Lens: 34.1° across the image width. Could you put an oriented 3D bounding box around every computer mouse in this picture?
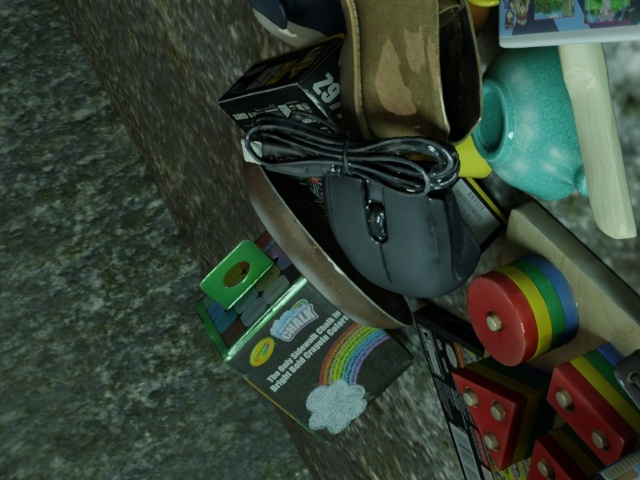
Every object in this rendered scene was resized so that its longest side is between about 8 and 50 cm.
[{"bbox_3d":[0.055,-0.011,0.906,0.188,0.072,0.272,11,161,28],"label":"computer mouse"}]

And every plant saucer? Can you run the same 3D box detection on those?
[{"bbox_3d":[0.000,0.000,1.322,0.310,0.050,0.310,48,-170,-12],"label":"plant saucer"}]

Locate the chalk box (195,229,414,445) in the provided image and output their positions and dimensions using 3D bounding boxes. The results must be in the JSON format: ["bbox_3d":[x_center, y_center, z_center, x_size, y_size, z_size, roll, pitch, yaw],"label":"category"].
[{"bbox_3d":[-0.045,0.108,1.445,0.289,0.180,0.179,45,-179,-28],"label":"chalk box"}]

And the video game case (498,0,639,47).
[{"bbox_3d":[0.172,-0.211,0.620,0.201,0.023,0.183,17,110,63],"label":"video game case"}]

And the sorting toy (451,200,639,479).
[{"bbox_3d":[0.218,0.143,0.962,0.255,0.089,0.257,51,152,40],"label":"sorting toy"}]

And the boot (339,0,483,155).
[{"bbox_3d":[0.068,-0.217,0.811,0.115,0.112,0.305,7,110,55],"label":"boot"}]

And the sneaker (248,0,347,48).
[{"bbox_3d":[-0.068,-0.345,1.124,0.323,0.130,0.236,53,157,20],"label":"sneaker"}]

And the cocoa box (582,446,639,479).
[{"bbox_3d":[0.316,0.337,0.746,0.347,0.228,0.231,50,160,42],"label":"cocoa box"}]

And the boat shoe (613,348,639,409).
[{"bbox_3d":[0.274,0.178,0.683,0.103,0.092,0.285,41,-153,-43],"label":"boat shoe"}]

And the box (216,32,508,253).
[{"bbox_3d":[0.031,-0.092,1.145,0.257,0.079,0.322,45,170,-16],"label":"box"}]

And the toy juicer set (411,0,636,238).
[{"bbox_3d":[0.168,-0.133,0.808,0.329,0.089,0.209,-149,55,-68],"label":"toy juicer set"}]

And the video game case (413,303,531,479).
[{"bbox_3d":[0.217,0.232,1.267,0.248,0.035,0.275,29,141,65],"label":"video game case"}]
